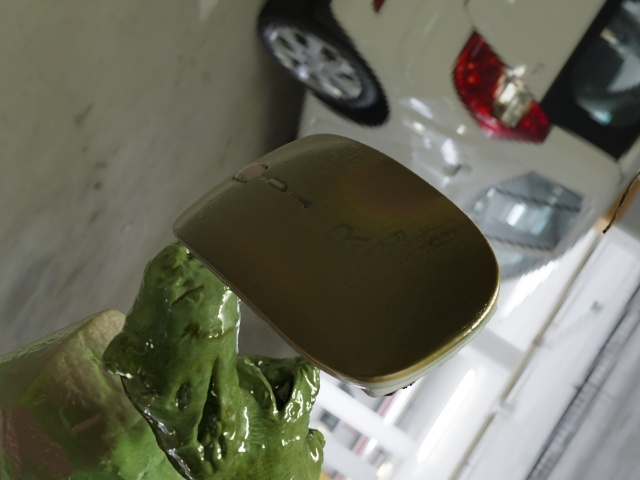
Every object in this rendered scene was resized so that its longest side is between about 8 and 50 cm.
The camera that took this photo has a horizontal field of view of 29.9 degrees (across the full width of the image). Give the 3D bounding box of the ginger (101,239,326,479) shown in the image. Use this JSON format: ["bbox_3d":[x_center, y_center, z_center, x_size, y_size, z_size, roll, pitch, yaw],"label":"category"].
[{"bbox_3d":[-0.072,0.119,0.933,0.137,0.290,0.089,-34,-142,1],"label":"ginger"}]

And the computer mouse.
[{"bbox_3d":[0.000,0.000,0.700,0.126,0.245,0.056,-33,127,-14],"label":"computer mouse"}]

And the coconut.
[{"bbox_3d":[-0.214,0.174,1.130,0.205,0.236,0.236,-57,175,-7],"label":"coconut"}]

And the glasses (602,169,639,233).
[{"bbox_3d":[0.435,-0.076,1.461,0.162,0.095,0.255,-39,148,-31],"label":"glasses"}]
